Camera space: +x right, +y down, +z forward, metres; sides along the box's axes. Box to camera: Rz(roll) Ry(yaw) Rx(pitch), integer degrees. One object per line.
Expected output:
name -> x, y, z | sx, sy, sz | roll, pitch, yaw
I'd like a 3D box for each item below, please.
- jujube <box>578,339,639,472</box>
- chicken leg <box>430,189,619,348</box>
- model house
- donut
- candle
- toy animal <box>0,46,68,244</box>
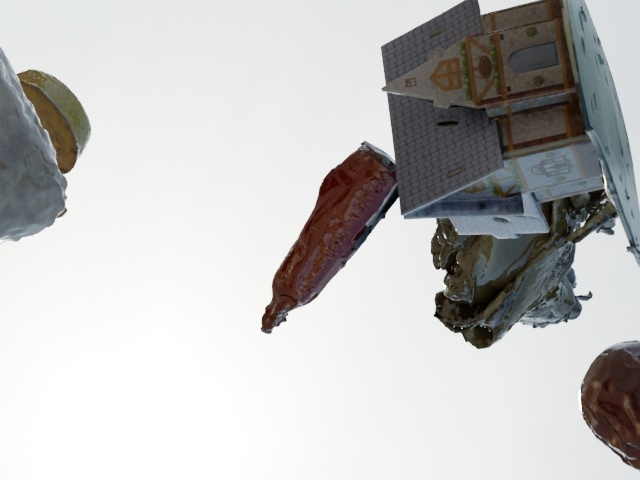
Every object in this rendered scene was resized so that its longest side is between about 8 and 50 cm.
jujube -> 0.289, 0.147, 1.416 | 0.176, 0.112, 0.109 | 36, -104, 27
chicken leg -> 0.123, 0.017, 1.093 | 0.080, 0.125, 0.196 | 58, -15, 27
model house -> 0.078, -0.054, 0.754 | 0.088, 0.167, 0.117 | -13, -116, 14
donut -> -0.257, -0.114, 1.674 | 0.097, 0.108, 0.043 | 16, -131, 30
candle -> 0.000, 0.000, 1.259 | 0.162, 0.053, 0.048 | -55, -149, 15
toy animal -> -0.334, -0.091, 1.161 | 0.226, 0.358, 0.188 | -52, -167, 19
